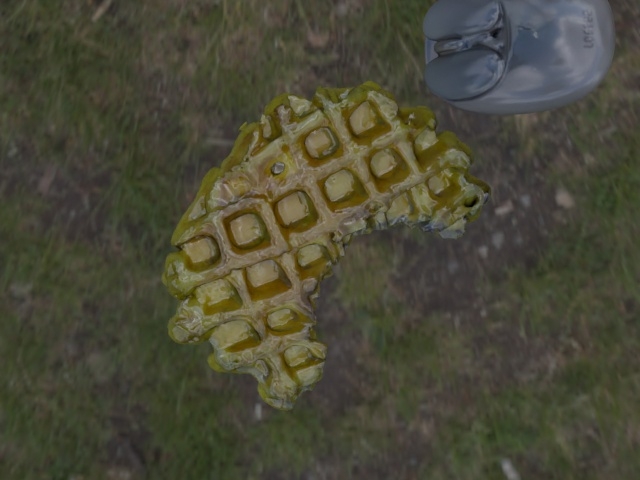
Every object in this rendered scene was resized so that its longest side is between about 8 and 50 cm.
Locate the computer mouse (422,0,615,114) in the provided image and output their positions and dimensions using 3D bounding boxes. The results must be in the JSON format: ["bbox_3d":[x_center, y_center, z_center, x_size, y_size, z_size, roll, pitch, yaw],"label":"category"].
[{"bbox_3d":[0.087,-0.091,0.709,0.096,0.039,0.066,-1,90,28],"label":"computer mouse"}]

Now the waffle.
[{"bbox_3d":[0.001,0.000,0.881,0.149,0.051,0.194,32,94,-19],"label":"waffle"}]
